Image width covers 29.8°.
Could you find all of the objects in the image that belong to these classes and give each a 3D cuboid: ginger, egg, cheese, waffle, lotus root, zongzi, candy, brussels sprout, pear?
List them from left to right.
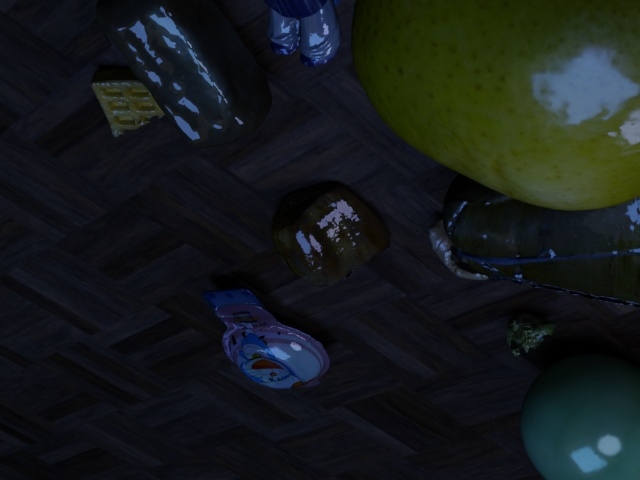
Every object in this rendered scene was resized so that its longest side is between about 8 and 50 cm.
[{"bbox_3d":[-0.189,-0.172,1.542,0.191,0.032,0.125,4,145,12],"label":"waffle"},{"bbox_3d":[-0.154,-0.211,1.391,0.104,0.102,0.234,-17,126,25],"label":"candy"},{"bbox_3d":[-0.090,0.161,1.948,0.189,0.074,0.286,-7,140,25],"label":"cheese"},{"bbox_3d":[-0.001,-0.004,1.666,0.159,0.095,0.135,-12,135,24],"label":"lotus root"},{"bbox_3d":[0.309,0.136,1.789,0.085,0.058,0.085,-19,149,-12],"label":"brussels sprout"},{"bbox_3d":[0.284,0.031,1.632,0.288,0.089,0.075,14,110,4],"label":"ginger"},{"bbox_3d":[0.230,-0.205,1.068,0.418,0.362,0.362,-11,139,38],"label":"pear"},{"bbox_3d":[0.305,-0.095,1.373,0.356,0.174,0.393,8,136,20],"label":"zongzi"},{"bbox_3d":[0.424,0.285,1.812,0.269,0.220,0.220,25,146,-37],"label":"egg"}]

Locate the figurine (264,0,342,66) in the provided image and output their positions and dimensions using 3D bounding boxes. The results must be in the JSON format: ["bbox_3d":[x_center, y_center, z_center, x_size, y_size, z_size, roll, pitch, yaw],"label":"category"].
[{"bbox_3d":[-0.035,-0.282,1.165,0.194,0.133,0.274,21,156,50],"label":"figurine"}]

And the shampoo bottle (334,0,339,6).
[{"bbox_3d":[0.031,-0.330,1.210,0.103,0.061,0.258,23,146,-3],"label":"shampoo bottle"}]
